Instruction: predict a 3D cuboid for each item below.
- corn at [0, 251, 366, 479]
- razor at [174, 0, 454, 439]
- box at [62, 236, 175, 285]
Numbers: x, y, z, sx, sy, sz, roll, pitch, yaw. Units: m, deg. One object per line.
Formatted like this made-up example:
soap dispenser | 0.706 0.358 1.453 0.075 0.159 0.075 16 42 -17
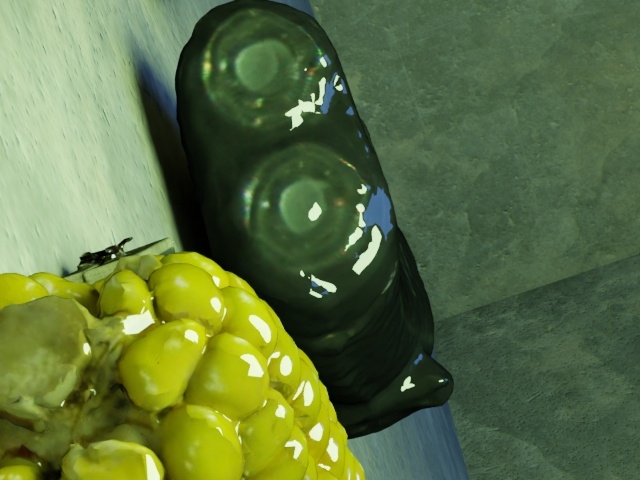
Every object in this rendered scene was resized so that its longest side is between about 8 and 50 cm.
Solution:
corn | -0.016 0.115 0.454 0.313 0.102 0.102 66 7 -49
razor | -0.004 0.002 0.984 0.327 0.107 0.189 62 10 -68
box | -0.062 0.041 0.599 0.079 0.035 0.083 -59 130 -84
